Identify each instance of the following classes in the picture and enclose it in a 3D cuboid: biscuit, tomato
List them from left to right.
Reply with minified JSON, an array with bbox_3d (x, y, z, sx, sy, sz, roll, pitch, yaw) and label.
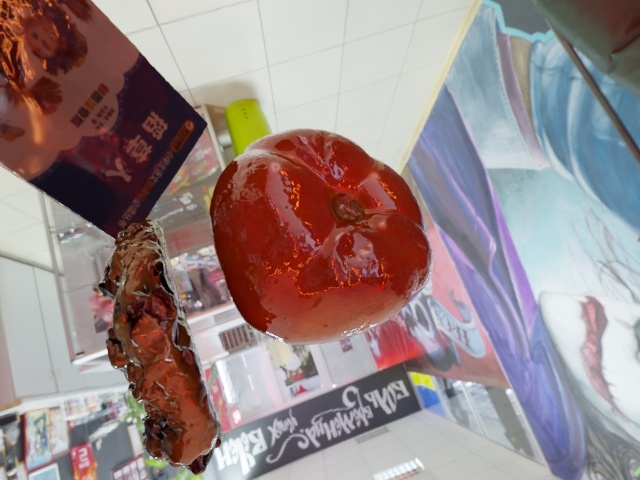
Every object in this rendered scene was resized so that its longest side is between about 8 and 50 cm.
[{"bbox_3d":[-0.192,0.120,0.496,0.081,0.290,0.334,-15,-171,-18],"label":"biscuit"},{"bbox_3d":[-0.002,-0.004,0.474,0.259,0.260,0.180,-10,158,-36],"label":"tomato"}]

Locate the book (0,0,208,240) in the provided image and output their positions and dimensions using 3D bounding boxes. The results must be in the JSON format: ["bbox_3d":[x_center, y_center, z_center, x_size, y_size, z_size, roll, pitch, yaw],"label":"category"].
[{"bbox_3d":[-0.398,-0.228,0.638,0.039,0.300,0.428,1,148,39],"label":"book"}]
